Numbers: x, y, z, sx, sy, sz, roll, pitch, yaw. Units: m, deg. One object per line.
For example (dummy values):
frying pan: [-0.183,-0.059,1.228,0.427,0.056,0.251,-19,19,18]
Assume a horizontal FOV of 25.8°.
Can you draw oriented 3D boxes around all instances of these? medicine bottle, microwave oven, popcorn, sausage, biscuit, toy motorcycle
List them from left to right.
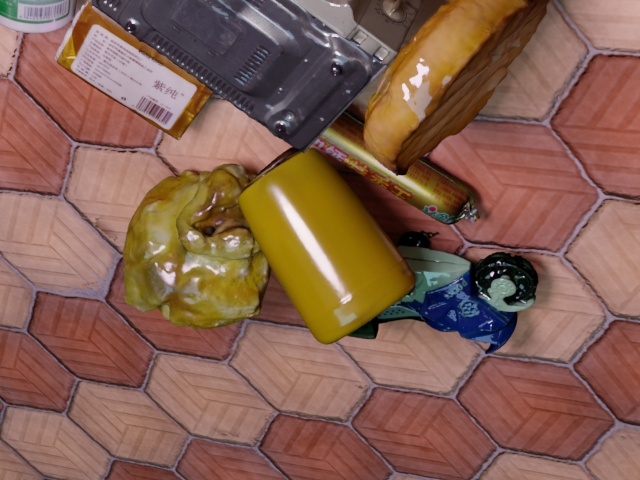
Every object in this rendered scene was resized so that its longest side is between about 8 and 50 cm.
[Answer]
medicine bottle: [-0.391,-0.428,1.917,0.133,0.133,0.274,21,134,5]
popcorn: [-0.172,0.010,2.190,0.276,0.225,0.276,14,118,28]
microwave oven: [-0.079,-0.321,1.817,0.355,0.218,0.286,35,137,-11]
sausage: [0.078,-0.126,2.054,0.371,0.082,0.082,32,139,-8]
toy motorcycle: [0.183,0.089,2.195,0.331,0.125,0.196,1,132,20]
biscuit: [0.162,-0.217,1.760,0.102,0.296,0.296,43,140,9]

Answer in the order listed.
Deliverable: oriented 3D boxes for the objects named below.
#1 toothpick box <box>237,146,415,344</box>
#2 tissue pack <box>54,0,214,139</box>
toothpick box: [0.000,0.000,2.050,0.175,0.175,0.271,-36,88,45]
tissue pack: [-0.259,-0.270,2.056,0.226,0.092,0.183,34,138,-8]
